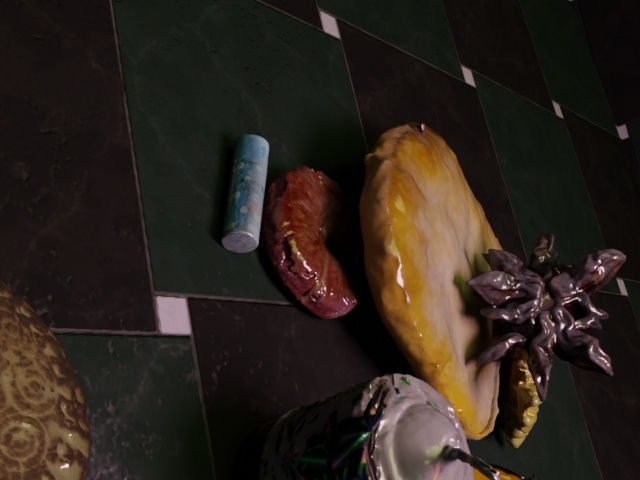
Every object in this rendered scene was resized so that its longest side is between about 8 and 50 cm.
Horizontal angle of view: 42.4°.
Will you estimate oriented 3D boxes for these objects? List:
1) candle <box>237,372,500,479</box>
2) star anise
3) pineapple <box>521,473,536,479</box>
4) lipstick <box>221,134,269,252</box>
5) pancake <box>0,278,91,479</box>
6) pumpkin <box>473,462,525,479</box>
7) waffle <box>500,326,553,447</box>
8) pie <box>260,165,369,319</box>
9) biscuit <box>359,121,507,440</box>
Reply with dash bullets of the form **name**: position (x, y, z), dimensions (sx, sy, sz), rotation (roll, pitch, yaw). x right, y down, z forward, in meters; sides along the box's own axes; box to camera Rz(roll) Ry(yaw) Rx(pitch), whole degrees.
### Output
- **candle**: position (0.064, 0.236, 0.847), dimensions (0.187, 0.330, 0.187), rotation (23, 52, -34)
- **star anise**: position (0.316, 0.095, 1.188), dimensions (0.129, 0.213, 0.282), rotation (73, 29, -59)
- **pineapple**: position (0.308, 0.400, 1.281), dimensions (0.159, 0.074, 0.074), rotation (14, 59, -55)
- **lipstick**: position (-0.095, -0.061, 1.053), dimensions (0.048, 0.048, 0.157), rotation (34, 46, -37)
- **pancake**: position (-0.299, 0.113, 0.643), dimensions (0.288, 0.033, 0.286), rotation (35, 30, -36)
- **pumpkin**: position (0.242, 0.447, 1.002), dimensions (0.232, 0.242, 0.324), rotation (59, 13, -46)
- **waffle**: position (0.328, 0.193, 1.333), dimensions (0.250, 0.056, 0.261), rotation (94, 3, -52)
- **pie**: position (0.000, 0.000, 1.133), dimensions (0.204, 0.054, 0.218), rotation (32, 46, -39)
- **biscuit**: position (0.174, 0.041, 1.257), dimensions (0.446, 0.104, 0.429), rotation (55, 36, -33)
